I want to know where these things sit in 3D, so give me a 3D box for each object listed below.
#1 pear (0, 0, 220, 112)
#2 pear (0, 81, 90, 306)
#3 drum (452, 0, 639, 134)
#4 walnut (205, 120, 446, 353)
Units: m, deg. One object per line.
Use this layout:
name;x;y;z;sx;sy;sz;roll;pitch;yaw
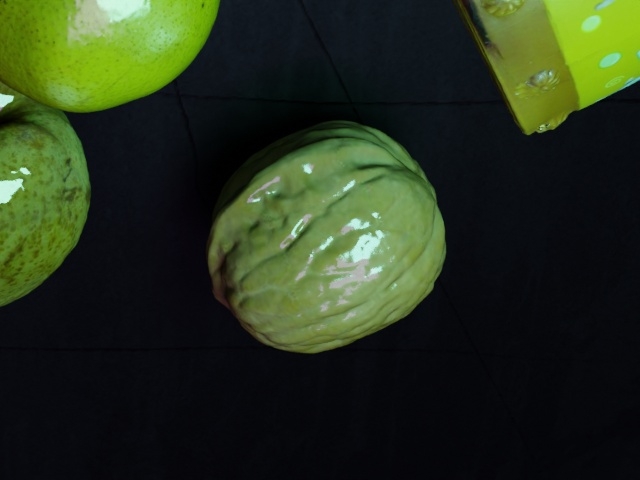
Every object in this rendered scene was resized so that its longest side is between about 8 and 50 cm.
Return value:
pear;-0.167;-0.185;1.367;0.198;0.198;0.198;-9;132;-10
pear;-0.296;-0.050;1.447;0.228;0.188;0.211;18;125;-27
drum;0.137;-0.295;1.216;0.214;0.431;0.431;-28;133;6
walnut;0.000;0.000;1.579;0.213;0.213;0.213;-9;132;-10
